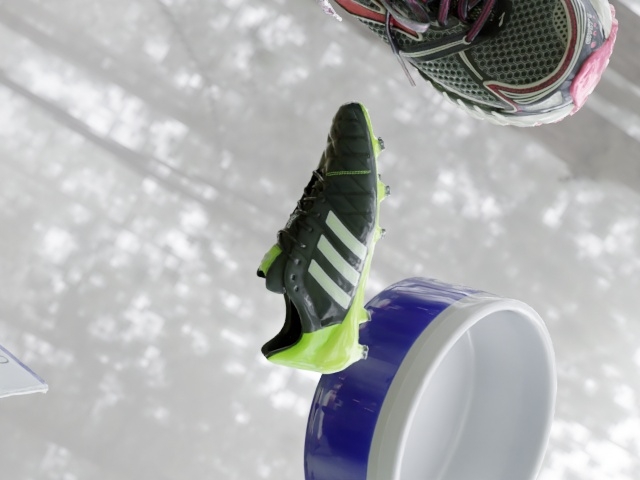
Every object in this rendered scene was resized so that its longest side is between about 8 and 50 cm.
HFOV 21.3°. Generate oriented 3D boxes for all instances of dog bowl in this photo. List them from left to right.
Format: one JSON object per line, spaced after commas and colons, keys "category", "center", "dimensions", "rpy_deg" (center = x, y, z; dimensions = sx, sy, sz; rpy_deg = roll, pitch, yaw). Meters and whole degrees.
{"category": "dog bowl", "center": [0.105, 0.170, 1.563], "dimensions": [0.104, 0.265, 0.264], "rpy_deg": [17, -104, 36]}

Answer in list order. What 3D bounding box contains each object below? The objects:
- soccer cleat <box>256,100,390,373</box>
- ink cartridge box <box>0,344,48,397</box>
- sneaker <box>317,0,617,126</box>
{"category": "soccer cleat", "center": [0.000, 0.000, 1.072], "dimensions": [0.060, 0.072, 0.178], "rpy_deg": [-130, -135, -69]}
{"category": "ink cartridge box", "center": [-0.367, 0.032, 0.941], "dimensions": [0.071, 0.324, 0.330], "rpy_deg": [-60, 158, 12]}
{"category": "sneaker", "center": [0.051, -0.170, 1.076], "dimensions": [0.299, 0.112, 0.120], "rpy_deg": [35, -77, 26]}
